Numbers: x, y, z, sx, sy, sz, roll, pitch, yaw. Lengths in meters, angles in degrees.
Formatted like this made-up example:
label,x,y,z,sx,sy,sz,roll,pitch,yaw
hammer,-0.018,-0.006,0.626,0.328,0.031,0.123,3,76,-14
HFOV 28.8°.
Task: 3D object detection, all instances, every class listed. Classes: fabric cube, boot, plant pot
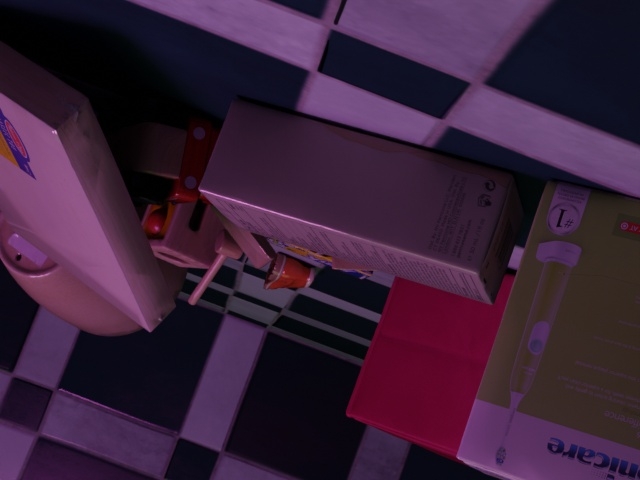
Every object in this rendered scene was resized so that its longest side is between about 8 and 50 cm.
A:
label,x,y,z,sx,sy,sz,roll,pitch,yaw
fabric cube,0.239,0.191,1.749,0.258,0.259,0.254,11,168,44
boot,-0.056,0.067,2.250,0.084,0.059,0.158,17,169,-8
plant pot,-0.357,0.007,1.839,0.256,0.257,0.274,18,177,15

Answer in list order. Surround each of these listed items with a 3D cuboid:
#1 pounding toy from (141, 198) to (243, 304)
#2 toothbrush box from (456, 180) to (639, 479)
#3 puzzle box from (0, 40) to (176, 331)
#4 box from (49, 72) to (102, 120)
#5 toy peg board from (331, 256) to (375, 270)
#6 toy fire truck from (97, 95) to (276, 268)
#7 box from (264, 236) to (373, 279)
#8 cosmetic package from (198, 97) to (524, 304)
label,x,y,z,sx,sy,sz,roll,pitch,yaw
pounding toy,-0.182,-0.011,1.716,0.094,0.181,0.206,25,169,-26
toothbrush box,0.278,0.111,1.175,0.206,0.283,0.122,14,168,26
puzzle box,-0.318,-0.077,1.443,0.272,0.052,0.409,34,157,25
box,-0.402,-0.163,1.669,0.293,0.073,0.295,17,170,23
toy peg board,0.109,-0.005,1.454,0.160,0.079,0.161,2,-178,14
toy fire truck,-0.148,-0.064,1.528,0.246,0.159,0.217,12,174,-25
box,0.000,0.000,1.785,0.168,0.054,0.059,22,169,-8
cosmetic package,0.048,-0.039,1.320,0.309,0.113,0.160,18,170,16
